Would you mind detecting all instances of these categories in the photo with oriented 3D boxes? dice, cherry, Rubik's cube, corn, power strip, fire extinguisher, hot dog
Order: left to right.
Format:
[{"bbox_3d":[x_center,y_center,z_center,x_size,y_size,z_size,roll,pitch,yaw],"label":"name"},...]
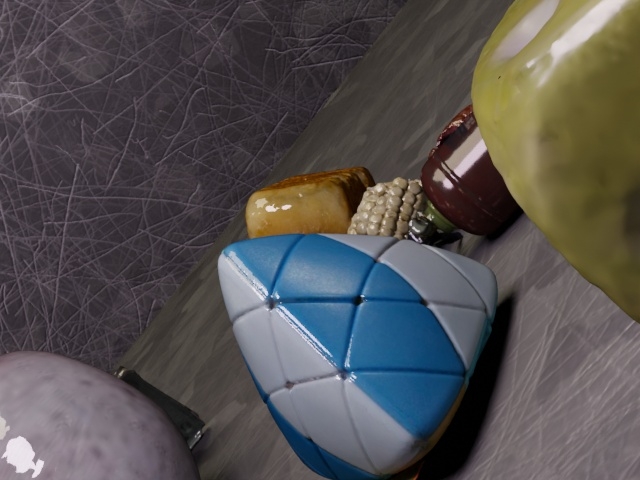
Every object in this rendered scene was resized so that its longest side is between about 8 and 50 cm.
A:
[{"bbox_3d":[-0.286,0.281,1.411,0.291,0.335,0.326,-37,31,-14],"label":"cherry"},{"bbox_3d":[-0.252,0.289,1.645,0.064,0.198,0.213,32,82,41],"label":"power strip"},{"bbox_3d":[0.000,0.000,1.517,0.150,0.153,0.256,-9,6,13],"label":"hot dog"},{"bbox_3d":[0.053,0.017,1.372,0.211,0.087,0.087,-71,15,-12],"label":"corn"},{"bbox_3d":[0.072,0.098,1.055,0.254,0.254,0.254,-48,11,13],"label":"Rubik's cube"},{"bbox_3d":[0.190,-0.089,1.275,0.344,0.102,0.138,-48,-21,16],"label":"fire extinguisher"},{"bbox_3d":[0.242,-0.097,0.729,0.233,0.227,0.238,-41,13,33],"label":"dice"}]

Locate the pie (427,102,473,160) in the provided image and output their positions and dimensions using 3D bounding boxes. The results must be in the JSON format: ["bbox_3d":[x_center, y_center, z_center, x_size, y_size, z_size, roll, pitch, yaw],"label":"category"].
[{"bbox_3d":[0.183,-0.106,1.404,0.153,0.038,0.153,-31,33,23],"label":"pie"}]

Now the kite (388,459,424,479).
[{"bbox_3d":[-0.034,0.317,1.020,0.377,0.013,0.327,-53,10,4],"label":"kite"}]
